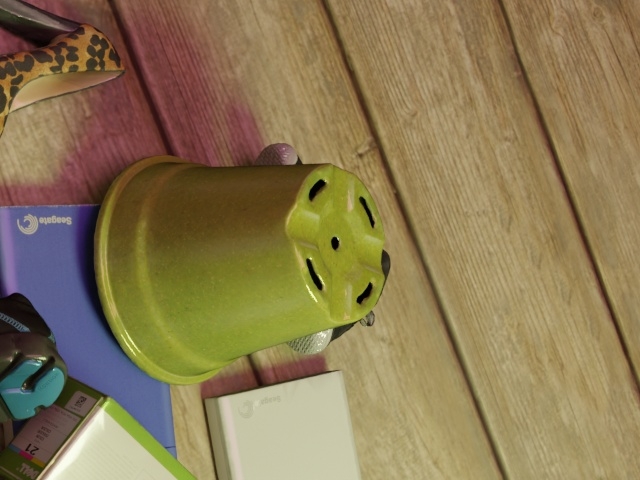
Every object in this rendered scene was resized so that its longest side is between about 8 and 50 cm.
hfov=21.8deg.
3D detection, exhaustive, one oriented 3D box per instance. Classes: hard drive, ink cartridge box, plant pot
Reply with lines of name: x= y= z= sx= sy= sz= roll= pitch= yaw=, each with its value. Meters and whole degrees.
hard drive: x=-0.272 y=0.118 z=1.900 sx=0.210 sy=0.040 sz=0.319 roll=-2 pitch=84 yaw=-40
hard drive: x=-0.029 y=0.329 z=2.065 sx=0.203 sy=0.040 sz=0.308 roll=-9 pitch=88 yaw=-40
ink cartridge box: x=-0.276 y=0.304 z=1.788 sx=0.255 sy=0.097 sz=0.189 roll=-52 pitch=128 yaw=-16
plant pot: x=-0.075 y=0.019 z=1.905 sx=0.276 sy=0.253 sz=0.276 roll=16 pitch=70 yaw=-51

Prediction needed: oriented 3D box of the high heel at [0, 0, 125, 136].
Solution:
high heel: x=-0.314 y=-0.148 z=1.875 sx=0.186 sy=0.093 sz=0.261 roll=23 pitch=59 yaw=-28

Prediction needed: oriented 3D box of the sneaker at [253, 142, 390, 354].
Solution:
sneaker: x=0.000 y=0.000 z=2.114 sx=0.153 sy=0.101 sz=0.269 roll=-16 pitch=98 yaw=-41

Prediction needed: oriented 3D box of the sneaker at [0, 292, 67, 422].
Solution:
sneaker: x=-0.442 y=0.121 z=1.720 sx=0.340 sy=0.125 sz=0.140 roll=2 pitch=36 yaw=-24
